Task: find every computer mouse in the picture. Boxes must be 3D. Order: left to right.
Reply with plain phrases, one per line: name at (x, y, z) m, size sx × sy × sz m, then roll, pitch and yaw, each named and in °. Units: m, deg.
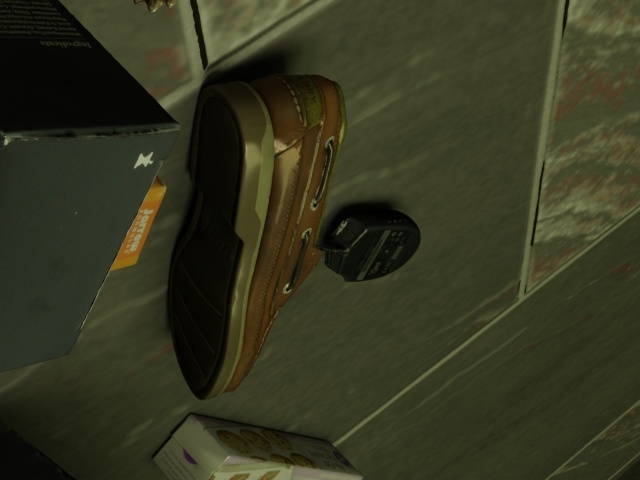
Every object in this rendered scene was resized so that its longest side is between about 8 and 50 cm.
computer mouse at (0.000, 0.000, 1.217) m, size 0.242 × 0.041 × 0.071 m, roll 0°, pitch 130°, yaw -46°

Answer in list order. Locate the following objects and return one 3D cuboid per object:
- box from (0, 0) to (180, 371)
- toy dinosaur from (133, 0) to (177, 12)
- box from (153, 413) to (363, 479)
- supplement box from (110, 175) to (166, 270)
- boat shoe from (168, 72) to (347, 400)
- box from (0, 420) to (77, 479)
box at (-0.192, -0.055, 0.676) m, size 0.108 × 0.207 × 0.153 m, roll -8°, pitch 135°, yaw -50°
toy dinosaur at (-0.089, -0.256, 0.650) m, size 0.295 × 0.127 × 0.200 m, roll -46°, pitch 147°, yaw -11°
box at (-0.057, 0.239, 1.425) m, size 0.063 × 0.067 × 0.324 m, roll -49°, pitch 152°, yaw 7°
supplement box at (-0.213, -0.010, 0.852) m, size 0.233 × 0.080 × 0.078 m, roll -19°, pitch 145°, yaw -44°
boat shoe at (-0.045, 0.008, 1.057) m, size 0.104 × 0.110 × 0.307 m, roll -14°, pitch 141°, yaw -29°
box at (-0.268, 0.482, 1.054) m, size 0.472 × 0.297 × 0.480 m, roll -45°, pitch 141°, yaw -24°
